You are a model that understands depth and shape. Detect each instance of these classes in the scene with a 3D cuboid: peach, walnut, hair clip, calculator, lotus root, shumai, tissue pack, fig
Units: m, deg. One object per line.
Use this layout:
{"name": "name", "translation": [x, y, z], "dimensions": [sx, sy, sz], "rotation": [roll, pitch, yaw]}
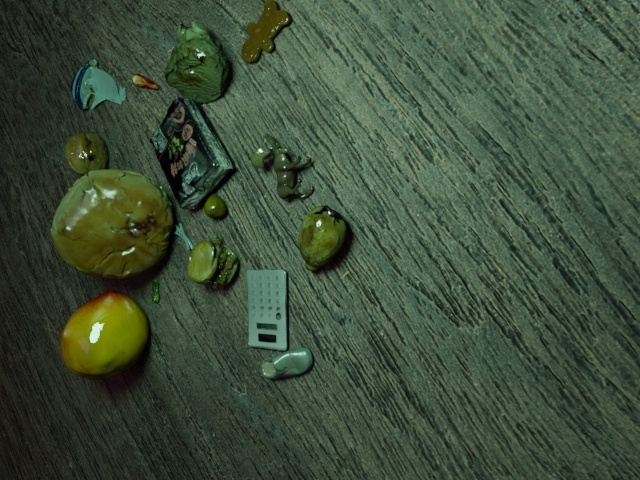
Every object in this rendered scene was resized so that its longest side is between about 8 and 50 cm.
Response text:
{"name": "peach", "translation": [-0.787, 0.347, 1.642], "dimensions": [0.289, 0.289, 0.307], "rotation": [-18, 64, 28]}
{"name": "walnut", "translation": [-0.951, -0.356, 1.809], "dimensions": [0.156, 0.155, 0.184], "rotation": [-14, 84, 29]}
{"name": "hair clip", "translation": [-0.499, -0.007, 1.619], "dimensions": [0.115, 0.030, 0.039], "rotation": [52, 132, 22]}
{"name": "calculator", "translation": [-0.171, 0.223, 1.434], "dimensions": [0.161, 0.021, 0.261], "rotation": [-3, 88, 30]}
{"name": "lotus root", "translation": [0.000, 0.000, 1.285], "dimensions": [0.138, 0.138, 0.213], "rotation": [28, 114, 27]}
{"name": "shumai", "translation": [-0.408, -0.614, 1.509], "dimensions": [0.256, 0.189, 0.218], "rotation": [-15, 64, 45]}
{"name": "tissue pack", "translation": [-0.458, -0.298, 1.547], "dimensions": [0.245, 0.123, 0.332], "rotation": [-41, 67, 29]}
{"name": "fig", "translation": [-0.359, -0.118, 1.516], "dimensions": [0.074, 0.074, 0.087], "rotation": [-21, 64, 28]}

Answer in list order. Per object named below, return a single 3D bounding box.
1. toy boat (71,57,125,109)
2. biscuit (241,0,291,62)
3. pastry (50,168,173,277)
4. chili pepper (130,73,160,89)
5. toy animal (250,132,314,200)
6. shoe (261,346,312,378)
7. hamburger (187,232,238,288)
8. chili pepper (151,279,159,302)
{"name": "toy boat", "translation": [-0.916, -0.630, 1.840], "dimensions": [0.291, 0.067, 0.220], "rotation": [23, 100, 25]}
{"name": "biscuit", "translation": [-0.187, -0.667, 1.442], "dimensions": [0.138, 0.031, 0.205], "rotation": [49, 111, 21]}
{"name": "pastry", "translation": [-0.724, -0.058, 1.567], "dimensions": [0.245, 0.410, 0.409], "rotation": [34, 108, 55]}
{"name": "chili pepper", "translation": [-0.672, -0.609, 1.719], "dimensions": [0.178, 0.027, 0.045], "rotation": [24, 106, 28]}
{"name": "toy animal", "translation": [-0.122, -0.228, 1.369], "dimensions": [0.186, 0.094, 0.214], "rotation": [1, 99, 38]}
{"name": "shoe", "translation": [-0.117, 0.386, 1.371], "dimensions": [0.195, 0.078, 0.079], "rotation": [-23, 78, 31]}
{"name": "hamburger", "translation": [-0.356, 0.066, 1.484], "dimensions": [0.159, 0.131, 0.184], "rotation": [0, 83, 38]}
{"name": "chili pepper", "translation": [-0.627, 0.193, 1.692], "dimensions": [0.030, 0.034, 0.091], "rotation": [1, 89, -4]}
